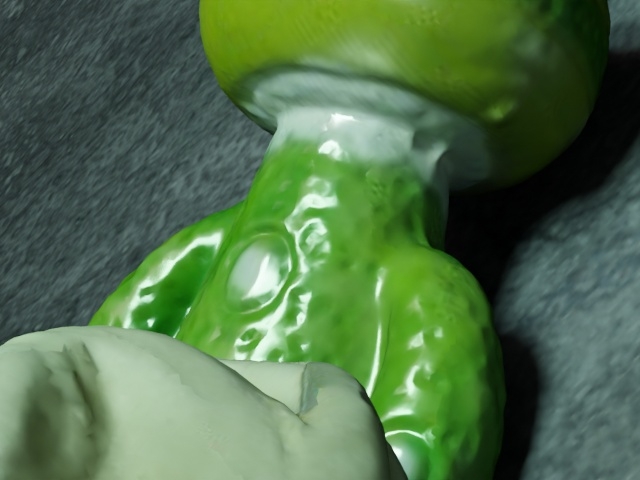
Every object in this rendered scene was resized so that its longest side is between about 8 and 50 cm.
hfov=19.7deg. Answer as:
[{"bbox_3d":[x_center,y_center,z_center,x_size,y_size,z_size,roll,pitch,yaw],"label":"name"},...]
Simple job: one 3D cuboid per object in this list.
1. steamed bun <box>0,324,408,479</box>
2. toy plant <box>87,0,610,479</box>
[{"bbox_3d":[-0.043,0.175,0.574,0.280,0.207,0.268,-67,-14,5],"label":"steamed bun"},{"bbox_3d":[0.000,0.000,0.808,0.224,0.184,0.316,4,67,38],"label":"toy plant"}]
